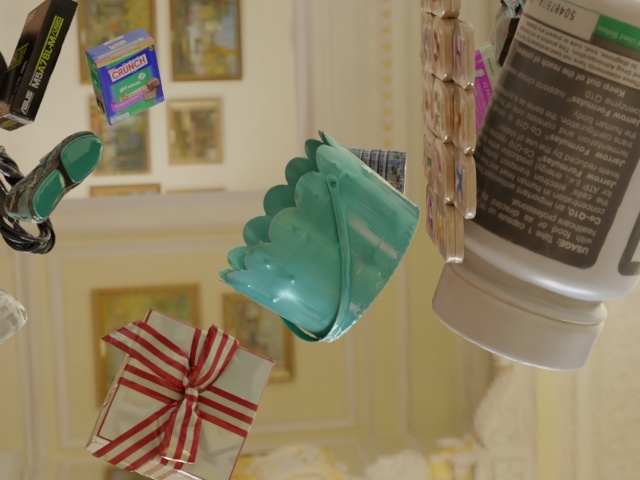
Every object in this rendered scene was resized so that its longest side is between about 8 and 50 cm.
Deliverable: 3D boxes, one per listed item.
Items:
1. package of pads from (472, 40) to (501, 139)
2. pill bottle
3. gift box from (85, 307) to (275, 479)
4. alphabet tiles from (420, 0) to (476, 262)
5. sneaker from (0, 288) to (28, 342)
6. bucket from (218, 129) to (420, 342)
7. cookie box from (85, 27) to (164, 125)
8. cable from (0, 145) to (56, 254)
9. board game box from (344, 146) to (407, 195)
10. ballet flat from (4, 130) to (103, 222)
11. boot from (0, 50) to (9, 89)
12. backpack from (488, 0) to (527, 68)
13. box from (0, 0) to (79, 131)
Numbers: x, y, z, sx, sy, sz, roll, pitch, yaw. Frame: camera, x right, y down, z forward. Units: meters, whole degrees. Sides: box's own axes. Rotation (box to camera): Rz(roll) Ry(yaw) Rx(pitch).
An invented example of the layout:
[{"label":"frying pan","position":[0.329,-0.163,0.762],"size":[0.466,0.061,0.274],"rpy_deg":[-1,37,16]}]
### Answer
[{"label":"package of pads","position":[0.362,-0.237,2.074],"size":[0.101,0.296,0.229],"rpy_deg":[-21,93,-78]},{"label":"pill bottle","position":[0.249,-0.068,1.260],"size":[0.204,0.204,0.361],"rpy_deg":[-116,-137,-69]},{"label":"gift box","position":[-0.252,0.271,2.070],"size":[0.258,0.276,0.255],"rpy_deg":[139,-31,-67]},{"label":"alphabet tiles","position":[0.114,-0.128,1.204],"size":[0.278,0.021,0.284],"rpy_deg":[-102,-171,-76]},{"label":"sneaker","position":[-0.454,0.040,1.334],"size":[0.108,0.292,0.169],"rpy_deg":[-51,130,-54]},{"label":"bucket","position":[0.000,0.000,1.810],"size":[0.281,0.183,0.281],"rpy_deg":[-54,-172,12]},{"label":"cookie box","position":[-0.269,-0.226,1.753],"size":[0.040,0.091,0.107],"rpy_deg":[43,-29,38]},{"label":"cable","position":[-0.452,-0.059,1.863],"size":[0.184,0.047,0.150],"rpy_deg":[56,9,-18]},{"label":"board game box","position":[0.062,-0.077,2.411],"size":[0.060,0.194,0.194],"rpy_deg":[-73,165,-63]},{"label":"ballet flat","position":[-0.357,-0.088,1.684],"size":[0.188,0.070,0.070],"rpy_deg":[-56,155,-51]},{"label":"boot","position":[-0.566,-0.334,2.037],"size":[0.091,0.263,0.229],"rpy_deg":[-48,178,10]},{"label":"backpack","position":[0.312,-0.280,1.691],"size":[0.188,0.165,0.144],"rpy_deg":[-97,-160,-72]},{"label":"box","position":[-0.418,-0.254,1.840],"size":[0.190,0.045,0.184],"rpy_deg":[3,-105,66]}]
